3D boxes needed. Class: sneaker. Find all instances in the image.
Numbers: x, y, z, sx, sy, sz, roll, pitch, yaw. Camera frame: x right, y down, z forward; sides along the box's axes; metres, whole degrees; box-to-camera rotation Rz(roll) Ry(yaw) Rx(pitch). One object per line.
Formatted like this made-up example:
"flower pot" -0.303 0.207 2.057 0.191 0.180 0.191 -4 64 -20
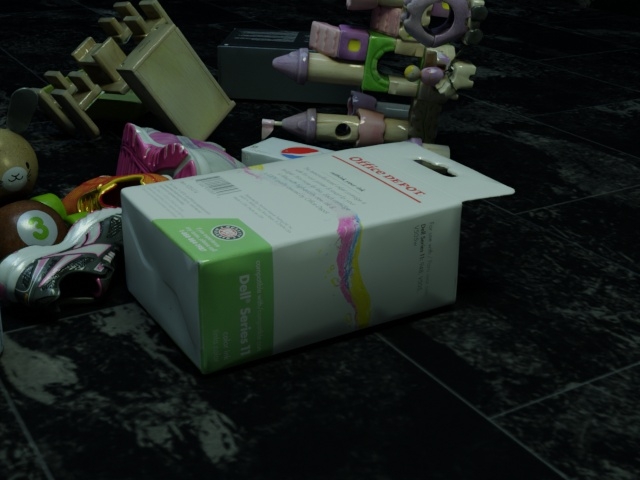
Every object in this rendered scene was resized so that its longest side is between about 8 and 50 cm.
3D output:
"sneaker" -0.178 -0.081 1.151 0.111 0.103 0.252 6 13 -37
"sneaker" -0.237 0.030 0.939 0.077 0.072 0.178 29 41 24
"sneaker" -0.244 -0.049 1.048 0.175 0.064 0.067 -12 -6 33

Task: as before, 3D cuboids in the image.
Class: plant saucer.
"plant saucer" -0.357 -0.244 1.562 0.188 0.045 0.188 6 24 10

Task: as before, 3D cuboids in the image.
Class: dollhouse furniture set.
"dollhouse furniture set" -0.274 -0.233 1.397 0.242 0.161 0.212 13 59 46

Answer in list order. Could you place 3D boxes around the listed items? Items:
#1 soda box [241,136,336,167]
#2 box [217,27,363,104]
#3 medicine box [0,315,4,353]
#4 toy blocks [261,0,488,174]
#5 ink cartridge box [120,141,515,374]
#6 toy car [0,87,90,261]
"soda box" 0.005 -0.073 1.167 0.216 0.069 0.074 16 27 28
"box" -0.046 -0.323 1.694 0.261 0.103 0.184 4 21 4
"medicine box" -0.411 0.085 0.677 0.263 0.149 0.289 1 24 -1
"toy blocks" 0.058 -0.257 1.326 0.260 0.288 0.309 6 25 -7
"ink cartridge box" 0.000 0.000 0.936 0.353 0.119 0.207 -13 27 -28
"toy car" -0.333 -0.063 0.970 0.149 0.188 0.155 23 31 40
